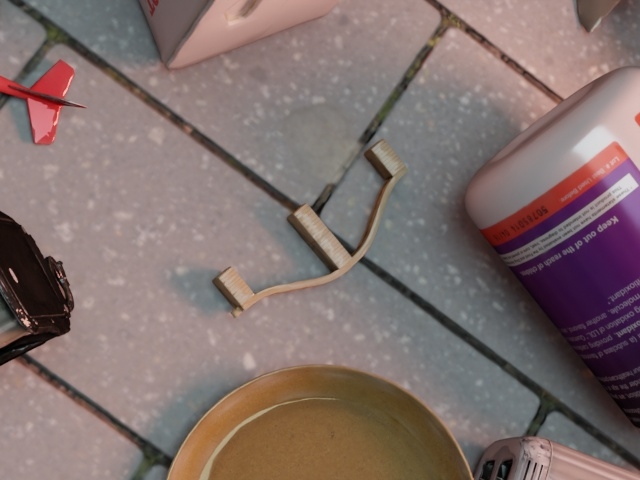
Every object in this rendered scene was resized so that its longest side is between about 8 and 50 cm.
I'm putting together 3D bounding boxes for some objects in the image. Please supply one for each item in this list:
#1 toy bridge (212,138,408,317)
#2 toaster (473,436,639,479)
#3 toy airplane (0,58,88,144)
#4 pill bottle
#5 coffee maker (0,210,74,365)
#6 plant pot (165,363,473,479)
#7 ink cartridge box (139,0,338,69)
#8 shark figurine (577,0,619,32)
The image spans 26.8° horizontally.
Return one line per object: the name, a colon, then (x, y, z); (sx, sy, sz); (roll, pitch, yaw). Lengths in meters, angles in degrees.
toy bridge: (0.000, 0.000, 1.068); (0.188, 0.026, 0.063); (-41, 94, -18)
toaster: (0.183, 0.245, 1.024); (0.146, 0.129, 0.227); (25, 77, -8)
toy airplane: (-0.250, -0.124, 1.017); (0.151, 0.028, 0.151); (2, 81, -15)
pill bottle: (0.273, 0.034, 1.058); (0.181, 0.181, 0.323); (-39, 93, -18)
coffee maker: (-0.271, 0.067, 0.926); (0.178, 0.171, 0.120); (-28, 63, 2)
plant pot: (-0.001, 0.210, 0.997); (0.236, 0.032, 0.236); (-1, 73, 3)
ink cartridge box: (-0.088, -0.355, 0.974); (0.160, 0.279, 0.384); (-21, 87, -20)
shark figurine: (0.261, -0.218, 1.127); (0.166, 0.278, 0.116); (8, 119, -42)
